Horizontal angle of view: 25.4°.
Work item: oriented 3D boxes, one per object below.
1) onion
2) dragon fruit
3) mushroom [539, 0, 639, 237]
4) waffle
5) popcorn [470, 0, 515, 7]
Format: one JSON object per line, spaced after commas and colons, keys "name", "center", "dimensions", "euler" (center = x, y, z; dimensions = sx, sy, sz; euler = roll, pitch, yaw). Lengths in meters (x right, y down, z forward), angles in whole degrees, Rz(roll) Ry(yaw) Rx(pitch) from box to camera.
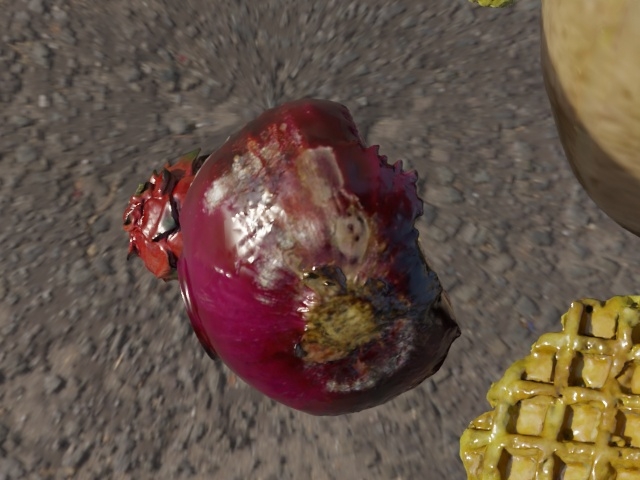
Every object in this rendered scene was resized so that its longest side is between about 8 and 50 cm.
{"name": "onion", "center": [-0.014, 0.007, 0.787], "dimensions": [0.135, 0.198, 0.173], "euler": [-25, 110, -5]}
{"name": "dragon fruit", "center": [-0.118, -0.021, 1.313], "dimensions": [0.142, 0.130, 0.121], "euler": [-27, 106, -28]}
{"name": "mushroom", "center": [0.175, -0.068, 0.445], "dimensions": [0.285, 0.151, 0.156], "euler": [-19, 51, -26]}
{"name": "waffle", "center": [0.283, 0.175, 1.204], "dimensions": [0.325, 0.068, 0.302], "euler": [-37, 54, 2]}
{"name": "popcorn", "center": [0.177, -0.312, 1.470], "dimensions": [0.162, 0.135, 0.141], "euler": [-9, 112, 7]}
